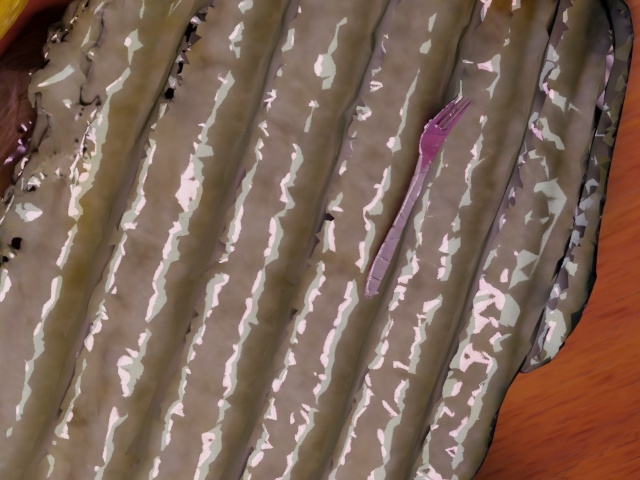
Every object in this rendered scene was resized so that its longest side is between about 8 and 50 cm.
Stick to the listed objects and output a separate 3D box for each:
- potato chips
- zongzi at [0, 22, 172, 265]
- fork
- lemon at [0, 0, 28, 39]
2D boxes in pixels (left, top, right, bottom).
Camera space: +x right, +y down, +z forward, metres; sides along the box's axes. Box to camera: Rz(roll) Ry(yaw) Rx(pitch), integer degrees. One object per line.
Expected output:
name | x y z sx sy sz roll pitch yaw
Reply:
potato chips | 0.000 0.000 0.900 0.358 0.070 0.429 10 107 -32
zongzi | -0.235 0.010 0.939 0.300 0.145 0.274 7 119 -3
fork | 0.045 -0.022 0.867 0.016 0.012 0.115 15 109 -28
lemon | -0.228 -0.176 0.701 0.293 0.293 0.293 -4 129 -5
